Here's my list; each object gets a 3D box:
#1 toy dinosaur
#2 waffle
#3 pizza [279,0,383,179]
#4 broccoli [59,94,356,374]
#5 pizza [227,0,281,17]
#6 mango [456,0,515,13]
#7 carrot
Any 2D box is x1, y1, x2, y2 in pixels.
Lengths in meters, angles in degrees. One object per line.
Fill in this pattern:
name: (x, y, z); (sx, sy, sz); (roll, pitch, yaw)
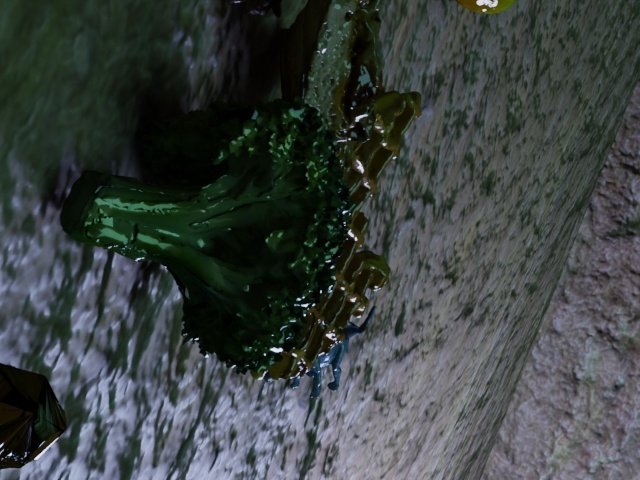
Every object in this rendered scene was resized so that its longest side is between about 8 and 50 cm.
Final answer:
toy dinosaur: (0.002, 0.121, 1.212); (0.197, 0.045, 0.080); (-25, 130, -48)
waffle: (0.000, 0.000, 1.070); (0.260, 0.069, 0.292); (-40, 147, -45)
pizza: (0.013, -0.134, 0.840); (0.194, 0.069, 0.154); (115, -22, -58)
broccoli: (-0.082, -0.013, 0.762); (0.219, 0.194, 0.194); (-53, 168, 29)
pizza: (-0.035, -0.233, 0.775); (0.201, 0.053, 0.193); (-63, 158, -16)
mango: (0.170, -0.337, 1.097); (0.125, 0.111, 0.232); (-45, 147, -55)
carrot: (-0.216, 0.087, 0.640); (0.069, 0.069, 0.228); (-64, 158, -12)
